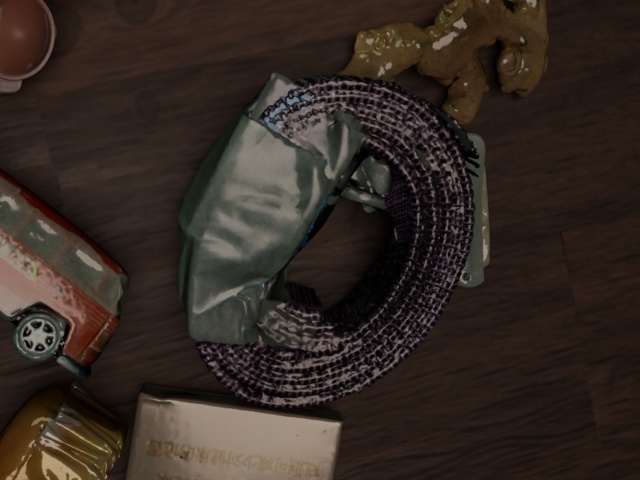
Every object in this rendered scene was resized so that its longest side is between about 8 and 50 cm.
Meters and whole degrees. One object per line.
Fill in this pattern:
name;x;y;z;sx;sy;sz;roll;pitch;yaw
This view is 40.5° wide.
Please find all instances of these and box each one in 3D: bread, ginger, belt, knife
bread;-0.277;0.250;0.788;0.107;0.136;0.241;33;87;-10
ginger;0.132;-0.180;0.873;0.258;0.065;0.149;-34;103;-9
belt;0.000;0.000;0.822;0.260;0.122;0.325;27;100;-15
knife;0.157;-0.031;0.908;0.044;0.023;0.162;-1;95;-9

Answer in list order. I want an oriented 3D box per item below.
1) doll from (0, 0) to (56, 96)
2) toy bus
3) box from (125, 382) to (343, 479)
doll;-0.280;-0.269;0.748;0.150;0.151;0.288;6;100;-12
toy bus;-0.289;0.009;0.778;0.265;0.121;0.120;39;77;-12
box;-0.106;0.337;0.862;0.204;0.051;0.366;9;92;-5
